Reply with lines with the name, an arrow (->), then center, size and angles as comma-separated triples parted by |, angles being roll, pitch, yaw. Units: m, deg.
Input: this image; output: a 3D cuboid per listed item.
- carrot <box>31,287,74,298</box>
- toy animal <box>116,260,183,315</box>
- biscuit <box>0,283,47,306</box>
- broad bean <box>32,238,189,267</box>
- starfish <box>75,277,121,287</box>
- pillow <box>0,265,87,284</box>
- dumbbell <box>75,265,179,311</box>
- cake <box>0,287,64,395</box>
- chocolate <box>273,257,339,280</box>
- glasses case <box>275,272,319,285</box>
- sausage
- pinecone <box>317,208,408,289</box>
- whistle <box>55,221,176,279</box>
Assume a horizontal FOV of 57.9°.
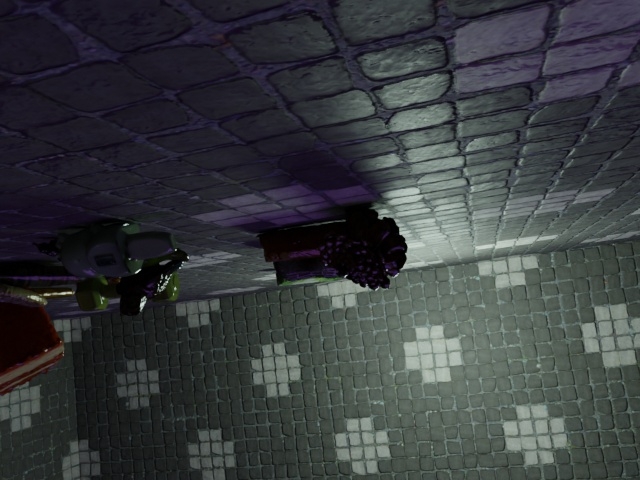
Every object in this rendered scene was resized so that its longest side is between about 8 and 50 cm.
carrot -> -0.917, 0.181, 1.969 | 0.042, 0.042, 0.171 | -11, 173, 26
toy animal -> -0.410, 0.108, 1.392 | 0.218, 0.179, 0.116 | -13, 145, 37
biscuit -> -0.766, 0.128, 1.400 | 0.188, 0.040, 0.265 | 11, 166, -7
broad bean -> -0.426, 0.029, 1.207 | 0.077, 0.061, 0.339 | -29, 160, 39
starfish -> -0.682, 0.145, 1.920 | 0.227, 0.043, 0.240 | -12, 174, 39
pillow -> -0.690, 0.089, 1.435 | 0.212, 0.052, 0.208 | 0, 175, -33
dumbbell -> -0.585, 0.147, 1.762 | 0.302, 0.121, 0.108 | -8, -159, 5
cake -> -0.909, 0.280, 1.638 | 0.269, 0.270, 0.319 | -28, 175, -38
chocolate -> -0.016, 0.059, 1.646 | 0.248, 0.110, 0.110 | -8, 172, 5
glasses case -> -0.038, 0.135, 2.350 | 0.272, 0.062, 0.095 | -4, 166, -23
sausage -> 0.001, 0.000, 1.330 | 0.302, 0.076, 0.103 | -6, 180, 4
pinecone -> 0.094, 0.015, 1.195 | 0.179, 0.150, 0.195 | 29, -166, 14
whistle -> -0.372, 0.016, 1.043 | 0.244, 0.110, 0.092 | -9, -156, 14
